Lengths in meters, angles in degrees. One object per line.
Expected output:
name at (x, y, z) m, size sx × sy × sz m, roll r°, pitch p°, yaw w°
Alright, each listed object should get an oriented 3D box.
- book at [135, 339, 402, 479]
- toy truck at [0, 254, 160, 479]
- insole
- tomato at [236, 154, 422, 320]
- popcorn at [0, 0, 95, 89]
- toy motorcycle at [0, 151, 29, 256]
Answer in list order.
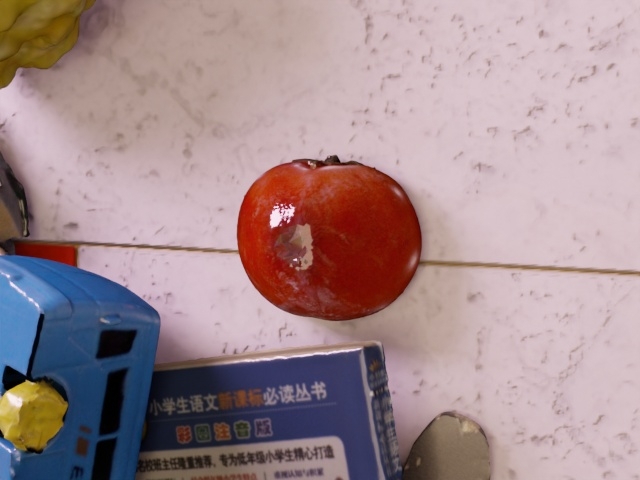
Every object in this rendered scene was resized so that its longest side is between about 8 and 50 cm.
book at (-0.051, 0.308, 1.165) m, size 0.300 × 0.039 × 0.427 m, roll -8°, pitch 91°, yaw 30°
toy truck at (-0.252, 0.199, 1.153) m, size 0.161 × 0.162 × 0.384 m, roll 22°, pitch 108°, yaw 37°
insole at (0.088, 0.264, 1.170) m, size 0.081 × 0.011 × 0.247 m, roll 20°, pitch 100°, yaw 16°
tomato at (0.000, 0.000, 1.134) m, size 0.159 × 0.091 × 0.139 m, roll 6°, pitch 97°, yaw 13°
popcorn at (-0.284, -0.251, 1.129) m, size 0.235 × 0.242 × 0.250 m, roll 35°, pitch 115°, yaw 2°
toy motorcycle at (-0.318, -0.022, 1.200) m, size 0.094 × 0.130 × 0.229 m, roll -15°, pitch 90°, yaw 15°
